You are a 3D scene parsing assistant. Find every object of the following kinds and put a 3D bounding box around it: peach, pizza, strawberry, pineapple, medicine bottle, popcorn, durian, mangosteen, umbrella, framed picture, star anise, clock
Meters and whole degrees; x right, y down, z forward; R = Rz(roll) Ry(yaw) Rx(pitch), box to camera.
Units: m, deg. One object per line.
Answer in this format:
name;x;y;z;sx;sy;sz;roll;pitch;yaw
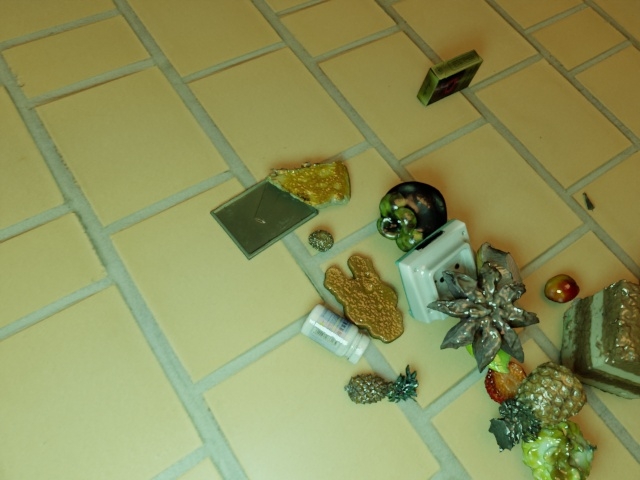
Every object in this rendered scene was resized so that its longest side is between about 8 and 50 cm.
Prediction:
peach;0.793;0.162;1.646;0.101;0.100;0.100;4;63;-8
pizza;-0.034;-0.187;1.671;0.297;0.071;0.188;-6;66;-24
strawberry;0.548;0.425;1.470;0.145;0.086;0.145;4;66;-8
pineapple;0.570;0.456;1.353;0.279;0.158;0.157;-35;73;-2
pineapple;0.171;0.411;1.412;0.222;0.083;0.103;1;64;-12
medicine bottle;0.044;0.272;1.448;0.187;0.102;0.102;32;63;7
popcorn;0.652;0.588;1.354;0.198;0.212;0.197;1;95;13
durian;0.000;0.000;1.586;0.091;0.080;0.080;20;50;-51
mangosteen;0.291;-0.078;1.601;0.243;0.243;0.242;4;63;-8
umbrella;1.010;-0.144;1.877;0.032;0.020;0.083;-6;60;-14
durian;0.501;0.287;1.499;0.139;0.101;0.250;0;35;17
framed picture;-0.181;-0.090;1.637;0.289;0.016;0.213;-35;74;-23
star anise;0.463;0.206;1.396;0.332;0.117;0.331;1;70;-2
clock;0.375;0.098;1.523;0.262;0.231;0.116;-34;32;-24

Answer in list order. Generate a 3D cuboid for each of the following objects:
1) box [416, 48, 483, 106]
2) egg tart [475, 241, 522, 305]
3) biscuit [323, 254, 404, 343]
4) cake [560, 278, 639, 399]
box;0.506;-0.636;1.952;0.240;0.159;0.071;-28;74;-23
egg tart;0.572;0.109;1.571;0.234;0.094;0.233;34;43;-40
biscuit;0.142;0.186;1.543;0.186;0.044;0.295;-26;70;-17
cake;0.909;0.305;1.481;0.282;0.290;0.255;20;63;-1
